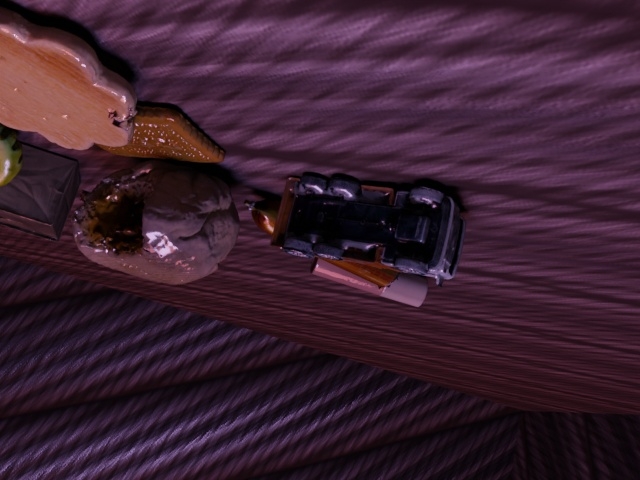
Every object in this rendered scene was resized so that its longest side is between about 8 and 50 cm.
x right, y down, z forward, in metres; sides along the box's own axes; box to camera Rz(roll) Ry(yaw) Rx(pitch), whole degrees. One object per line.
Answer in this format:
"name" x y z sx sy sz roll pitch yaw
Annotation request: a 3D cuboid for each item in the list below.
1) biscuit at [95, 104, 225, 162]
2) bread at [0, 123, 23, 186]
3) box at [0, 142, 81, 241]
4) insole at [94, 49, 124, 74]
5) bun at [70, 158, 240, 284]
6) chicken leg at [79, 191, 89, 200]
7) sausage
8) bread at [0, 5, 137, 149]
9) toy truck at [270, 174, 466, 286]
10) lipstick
"biscuit" -0.299 -0.173 1.184 0.254 0.029 0.172 8 166 25
"bread" -0.627 -0.170 1.365 0.139 0.130 0.071 23 -154 -7
"box" -0.631 -0.111 1.486 0.231 0.155 0.149 19 164 -11
"insole" -0.363 -0.239 1.065 0.086 0.005 0.253 26 161 -35
"bun" -0.278 -0.040 1.309 0.281 0.205 0.281 13 162 4
"chicken leg" -0.455 -0.067 1.675 0.205 0.053 0.093 3 139 15
"sausage" 0.000 0.000 1.426 0.371 0.082 0.082 26 161 -31
"bread" -0.398 -0.223 1.022 0.316 0.054 0.316 15 158 6
"toy truck" 0.086 -0.013 1.197 0.305 0.136 0.162 9 170 30
"lipstick" 0.108 0.078 1.603 0.254 0.070 0.070 18 164 -10
